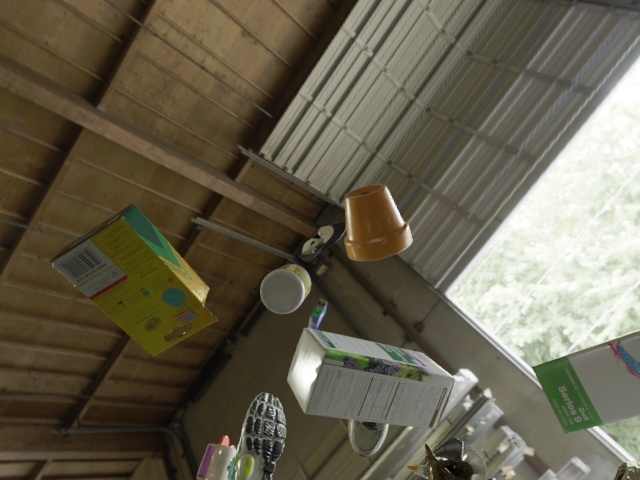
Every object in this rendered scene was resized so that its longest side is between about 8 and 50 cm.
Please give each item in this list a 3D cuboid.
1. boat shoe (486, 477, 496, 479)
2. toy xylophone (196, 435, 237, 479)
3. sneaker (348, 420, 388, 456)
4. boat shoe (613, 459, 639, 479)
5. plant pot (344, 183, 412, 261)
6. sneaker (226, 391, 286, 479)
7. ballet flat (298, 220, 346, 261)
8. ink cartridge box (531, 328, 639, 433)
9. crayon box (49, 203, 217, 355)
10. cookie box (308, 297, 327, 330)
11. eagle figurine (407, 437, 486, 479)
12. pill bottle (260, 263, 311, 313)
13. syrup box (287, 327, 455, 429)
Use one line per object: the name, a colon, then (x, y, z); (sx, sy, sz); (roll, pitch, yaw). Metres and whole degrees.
boat shoe: (0.135, 0.560, 0.802); (0.499, 0.156, 0.187); (-29, -30, 7)
toy xylophone: (-0.292, 0.821, 1.398); (0.081, 0.236, 0.323); (-11, -58, 23)
sneaker: (0.117, 0.353, 0.929); (0.093, 0.087, 0.226); (76, -149, -60)
boat shoe: (0.468, 0.380, 0.648); (0.153, 0.048, 0.056); (-12, -72, -54)
plant pot: (0.158, -0.064, 1.286); (0.205, 0.205, 0.188); (-23, -73, -21)
sneaker: (-0.153, 0.457, 0.892); (0.107, 0.275, 0.110); (38, -47, -24)
ballet flat: (0.000, 0.000, 1.471); (0.203, 0.074, 0.074); (-39, -41, 15)
ink cartridge box: (0.411, 0.164, 0.537); (0.212, 0.093, 0.154); (-37, -32, 31)
crayon box: (-0.403, 0.100, 0.958); (0.202, 0.081, 0.319); (-28, -64, 10)
cookie box: (-0.011, 0.316, 1.799); (0.092, 0.040, 0.107); (99, -164, -44)
eagle figurine: (0.375, 0.708, 1.268); (0.226, 0.225, 0.298); (-48, -44, -9)
pill bottle: (-0.089, 0.128, 1.173); (0.117, 0.117, 0.215); (-48, -3, 4)
syrup box: (0.079, 0.215, 0.653); (0.236, 0.093, 0.097); (16, -84, -23)
